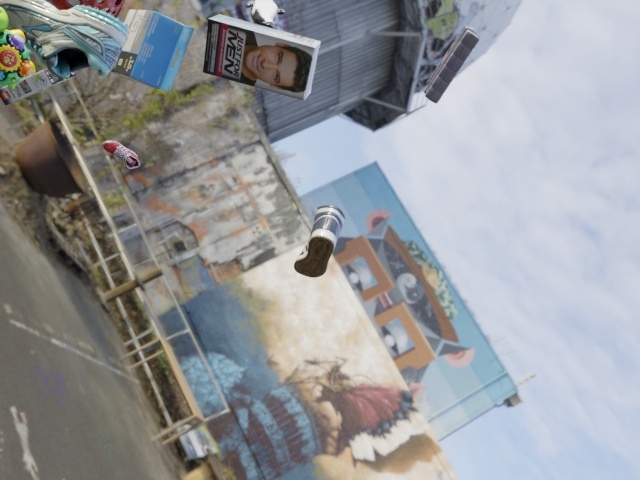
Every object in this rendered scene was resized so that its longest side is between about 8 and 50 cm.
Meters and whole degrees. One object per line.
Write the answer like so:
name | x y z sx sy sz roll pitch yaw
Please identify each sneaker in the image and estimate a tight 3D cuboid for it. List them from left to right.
sneaker | -0.506 -0.375 1.022 0.110 0.282 0.122 45 56 -75
sneaker | -0.598 -0.258 1.657 0.118 0.042 0.067 25 19 -45
sneaker | 0.000 0.000 1.676 0.282 0.099 0.153 120 -11 -59

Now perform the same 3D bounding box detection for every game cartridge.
game cartridge | 0.423 -0.578 1.768 0.068 0.230 0.355 29 26 1

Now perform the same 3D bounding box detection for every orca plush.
orca plush | -0.208 -0.844 2.125 0.287 0.151 0.102 -119 -147 -40

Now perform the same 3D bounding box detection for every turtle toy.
turtle toy | -0.507 -0.305 0.866 0.066 0.095 0.130 23 -51 42

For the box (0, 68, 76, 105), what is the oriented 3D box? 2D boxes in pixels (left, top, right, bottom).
box | -0.651 -0.366 1.270 0.207 0.114 0.036 -113 180 -66

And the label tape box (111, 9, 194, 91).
label tape box | -0.607 -0.676 1.932 0.105 0.241 0.333 18 6 -46

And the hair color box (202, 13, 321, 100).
hair color box | -0.204 -0.633 1.893 0.114 0.374 0.185 -69 174 -59

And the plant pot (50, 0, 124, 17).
plant pot | -0.560 -0.660 1.345 0.174 0.191 0.191 -32 -96 43
